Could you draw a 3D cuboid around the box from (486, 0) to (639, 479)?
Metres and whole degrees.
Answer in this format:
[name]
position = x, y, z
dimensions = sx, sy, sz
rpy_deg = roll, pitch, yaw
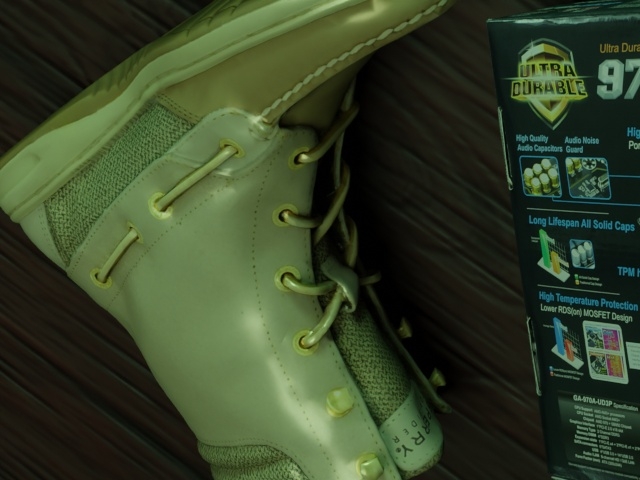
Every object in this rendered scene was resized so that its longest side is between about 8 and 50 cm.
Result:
[box]
position = 0.152, 0.005, 0.623
dimensions = 0.220, 0.051, 0.175
rpy_deg = 4, 106, 54

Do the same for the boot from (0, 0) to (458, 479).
[boot]
position = 0.000, 0.000, 0.755
dimensions = 0.262, 0.095, 0.203
rpy_deg = -29, 98, 41
